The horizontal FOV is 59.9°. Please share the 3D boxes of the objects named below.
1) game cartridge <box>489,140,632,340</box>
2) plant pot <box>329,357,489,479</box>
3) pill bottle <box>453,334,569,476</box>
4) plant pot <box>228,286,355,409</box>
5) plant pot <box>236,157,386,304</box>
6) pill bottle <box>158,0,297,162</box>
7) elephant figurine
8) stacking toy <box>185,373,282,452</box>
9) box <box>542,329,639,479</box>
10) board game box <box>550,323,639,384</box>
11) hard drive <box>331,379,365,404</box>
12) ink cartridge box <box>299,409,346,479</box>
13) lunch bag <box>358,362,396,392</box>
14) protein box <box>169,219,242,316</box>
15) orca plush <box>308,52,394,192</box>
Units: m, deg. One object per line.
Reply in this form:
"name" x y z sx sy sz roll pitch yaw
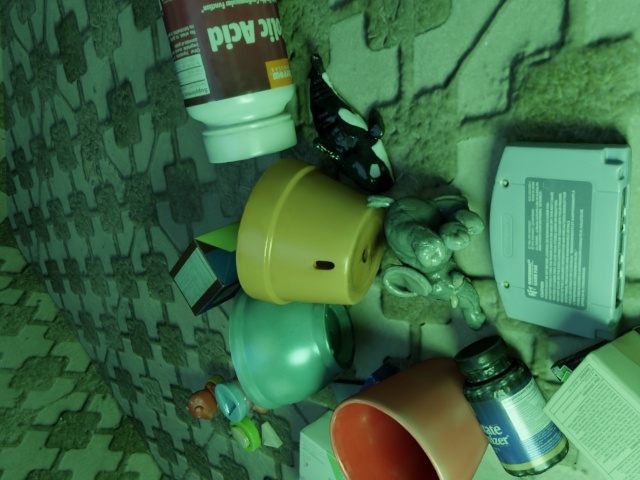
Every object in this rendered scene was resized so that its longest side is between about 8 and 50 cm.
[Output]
"game cartridge" 0.357 -0.004 0.848 0.196 0.060 0.294 10 116 39
"plant pot" 0.194 0.365 1.063 0.275 0.243 0.275 24 126 38
"pill bottle" 0.327 0.285 0.974 0.123 0.123 0.219 -32 85 49
"plant pot" -0.041 0.216 1.239 0.196 0.293 0.293 -13 101 21
"plant pot" 0.000 0.000 1.077 0.203 0.291 0.291 15 121 23
"pill bottle" -0.177 -0.364 1.094 0.224 0.224 0.392 5 114 45
"elephant figurine" 0.192 0.044 0.985 0.239 0.169 0.186 85 167 -45
"stacking toy" -0.283 0.568 1.758 0.309 0.130 0.279 -29 87 50
"box" 0.471 0.288 0.732 0.311 0.121 0.148 52 140 34
"board game box" 0.489 0.199 0.834 0.136 0.030 0.260 52 138 10
"hard drive" 0.091 0.388 1.353 0.135 0.022 0.094 -11 101 48
"ink cartridge box" 0.052 0.648 1.453 0.207 0.119 0.353 25 126 36
"lunch bag" 0.138 0.327 1.237 0.065 0.067 0.098 44 134 21
"protein box" -0.235 0.061 1.391 0.136 0.200 0.201 57 139 8
"orca plush" 0.031 -0.210 1.046 0.151 0.102 0.287 -14 99 49
